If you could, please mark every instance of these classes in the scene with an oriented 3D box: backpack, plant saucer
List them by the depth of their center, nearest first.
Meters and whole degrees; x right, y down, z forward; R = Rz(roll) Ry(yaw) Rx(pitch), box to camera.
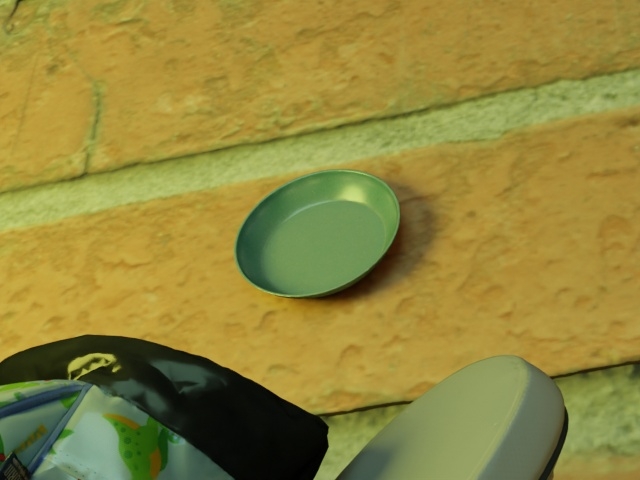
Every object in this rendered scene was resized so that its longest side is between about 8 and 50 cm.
[{"bbox_3d":[-0.191,0.223,0.933,0.290,0.273,0.355,-24,41,59],"label":"backpack"},{"bbox_3d":[0.000,0.000,1.242,0.119,0.021,0.119,-13,43,12],"label":"plant saucer"}]

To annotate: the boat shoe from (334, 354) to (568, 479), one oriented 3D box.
[{"bbox_3d":[0.039,0.239,0.901,0.367,0.156,0.136,-56,22,-16],"label":"boat shoe"}]
